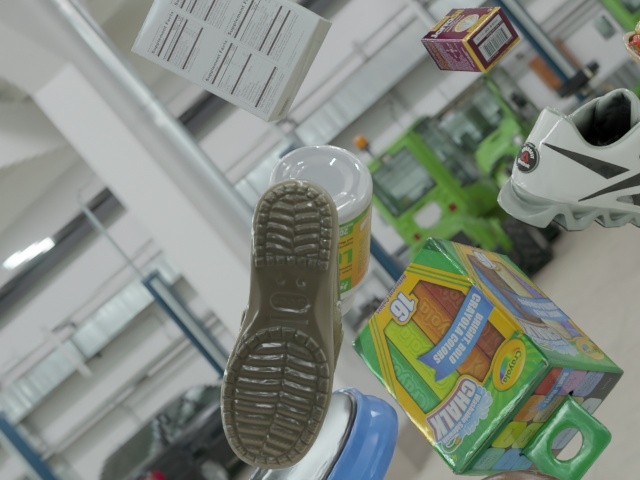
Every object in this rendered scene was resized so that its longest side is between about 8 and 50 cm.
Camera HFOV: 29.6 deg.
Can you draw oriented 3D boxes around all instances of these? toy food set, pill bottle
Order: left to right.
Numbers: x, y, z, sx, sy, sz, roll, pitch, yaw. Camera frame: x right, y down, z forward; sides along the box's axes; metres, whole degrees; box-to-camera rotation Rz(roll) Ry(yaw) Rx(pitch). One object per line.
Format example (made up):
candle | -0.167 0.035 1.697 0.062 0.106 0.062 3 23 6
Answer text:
pill bottle | 0.000 0.000 1.646 0.136 0.136 0.246 -40 -30 -28
toy food set | 0.281 -0.149 0.962 0.083 0.082 0.020 -30 -34 -51

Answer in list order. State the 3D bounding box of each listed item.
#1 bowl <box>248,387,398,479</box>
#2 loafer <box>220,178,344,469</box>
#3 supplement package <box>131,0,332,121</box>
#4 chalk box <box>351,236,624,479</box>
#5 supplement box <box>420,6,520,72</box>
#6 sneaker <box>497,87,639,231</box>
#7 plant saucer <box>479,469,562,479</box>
bowl | -0.030 0.400 1.935 0.391 0.077 0.391 -48 12 13
loafer | -0.023 0.074 1.085 0.092 0.102 0.268 -38 -40 -74
supplement package | -0.147 -0.352 2.088 0.198 0.262 0.199 -62 -2 10
chalk box | 0.211 0.160 1.417 0.179 0.289 0.180 12 -62 -47
supplement box | 0.150 -0.202 1.215 0.055 0.043 0.083 -46 26 -15
sneaker | 0.356 -0.095 1.362 0.330 0.122 0.146 -5 -60 -38
plant saucer | 0.196 0.308 1.169 0.168 0.168 0.029 -41 -8 16
